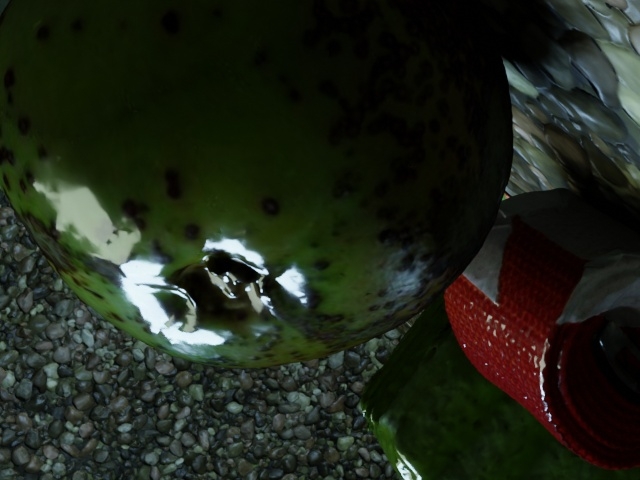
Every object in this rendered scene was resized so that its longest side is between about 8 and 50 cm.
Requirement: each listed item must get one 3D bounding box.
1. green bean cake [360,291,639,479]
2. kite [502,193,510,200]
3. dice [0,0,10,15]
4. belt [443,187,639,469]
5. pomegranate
[{"bbox_3d":[0.217,0.189,1.196,0.319,0.218,0.335,38,-177,-2],"label":"green bean cake"},{"bbox_3d":[0.165,-0.007,1.046,0.198,0.006,0.244,46,176,-15],"label":"kite"},{"bbox_3d":[-0.212,-0.225,0.970,0.252,0.250,0.254,49,175,-40],"label":"dice"},{"bbox_3d":[0.164,0.054,0.803,0.124,0.128,0.201,40,175,46],"label":"belt"},{"bbox_3d":[-0.036,-0.097,0.710,0.285,0.285,0.340,49,-152,-38],"label":"pomegranate"}]
